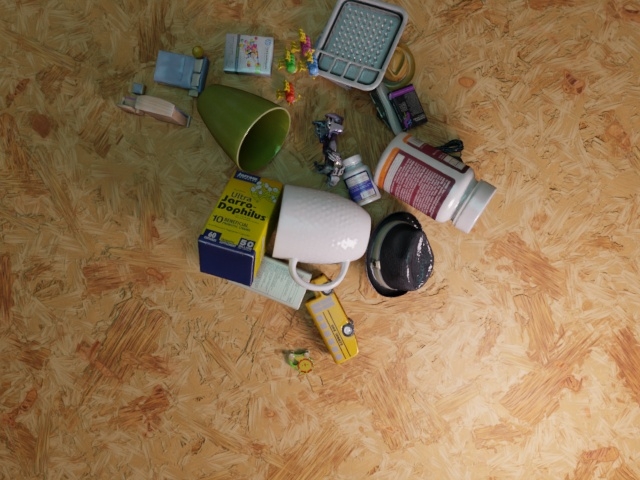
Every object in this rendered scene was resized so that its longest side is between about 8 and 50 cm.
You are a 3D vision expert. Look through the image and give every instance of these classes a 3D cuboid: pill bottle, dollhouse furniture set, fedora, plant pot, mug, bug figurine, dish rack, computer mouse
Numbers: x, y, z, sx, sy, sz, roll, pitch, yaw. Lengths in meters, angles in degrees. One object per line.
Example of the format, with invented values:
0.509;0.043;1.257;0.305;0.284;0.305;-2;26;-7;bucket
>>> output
0.409;-0.205;1.634;0.392;0.224;0.224;34;93;16;pill bottle
-0.604;-0.617;1.705;0.286;0.198;0.303;14;92;1;dollhouse furniture set
0.321;0.064;1.671;0.334;0.152;0.334;-8;105;-32;fedora
-0.310;-0.451;1.693;0.293;0.275;0.274;39;93;16;plant pot
0.000;0.000;1.664;0.328;0.276;0.374;10;73;-5;mug
-0.082;-0.645;1.694;0.072;0.279;0.216;0;76;-30;bug figurine
0.149;-0.229;1.745;0.112;0.112;0.186;-22;91;2;pill bottle
0.145;-0.729;1.690;0.286;0.072;0.332;24;91;15;dish rack
0.281;-0.677;1.738;0.194;0.079;0.194;0;93;2;fedora
0.497;-0.246;1.755;0.189;0.072;0.272;-16;92;1;computer mouse

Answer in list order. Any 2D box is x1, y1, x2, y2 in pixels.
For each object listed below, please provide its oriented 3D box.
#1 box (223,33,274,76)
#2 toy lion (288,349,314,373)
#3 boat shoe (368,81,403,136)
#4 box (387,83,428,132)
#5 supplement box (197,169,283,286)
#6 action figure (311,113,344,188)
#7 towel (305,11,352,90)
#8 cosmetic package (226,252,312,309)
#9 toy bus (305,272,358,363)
-0.280;-0.723;1.772;0.186;0.038;0.145;6;93;0;box
-0.076;0.491;1.824;0.100;0.034;0.096;-4;100;2;toy lion
0.255;-0.498;1.756;0.070;0.078;0.219;-21;94;38;boat shoe
0.336;-0.509;1.741;0.116;0.029;0.162;-27;94;-26;box
-0.280;-0.050;1.634;0.194;0.195;0.356;16;51;1;supplement box
0.032;-0.329;1.724;0.099;0.185;0.285;4;76;-26;action figure
0.091;-0.752;1.764;0.209;0.034;0.285;28;91;2;towel
-0.193;0.139;1.762;0.296;0.129;0.153;23;92;1;cosmetic package
0.042;0.299;1.773;0.130;0.108;0.332;-27;92;4;toy bus
